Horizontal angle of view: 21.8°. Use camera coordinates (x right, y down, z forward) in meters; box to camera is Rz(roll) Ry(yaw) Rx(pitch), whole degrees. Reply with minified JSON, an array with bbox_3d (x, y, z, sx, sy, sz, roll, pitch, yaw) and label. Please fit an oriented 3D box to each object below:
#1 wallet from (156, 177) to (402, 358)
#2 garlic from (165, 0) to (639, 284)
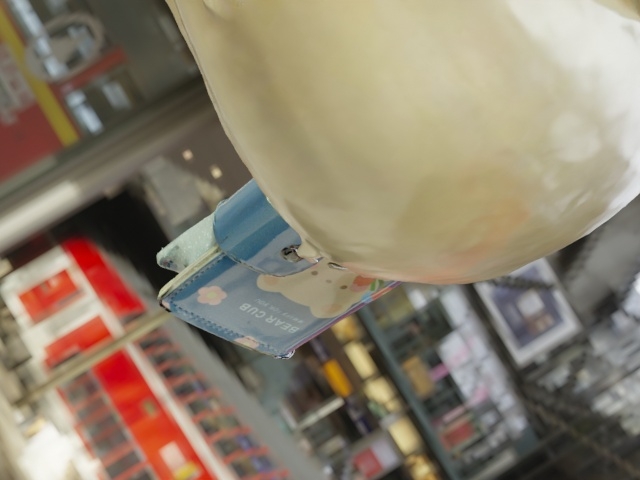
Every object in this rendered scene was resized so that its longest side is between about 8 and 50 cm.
[{"bbox_3d":[0.000,-0.001,1.083,0.141,0.202,0.059,25,46,-38],"label":"wallet"},{"bbox_3d":[0.064,-0.127,0.557,0.313,0.286,0.249,48,-8,-31],"label":"garlic"}]
